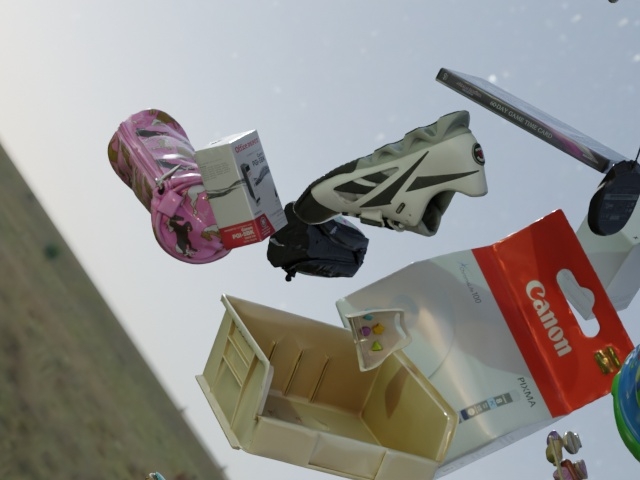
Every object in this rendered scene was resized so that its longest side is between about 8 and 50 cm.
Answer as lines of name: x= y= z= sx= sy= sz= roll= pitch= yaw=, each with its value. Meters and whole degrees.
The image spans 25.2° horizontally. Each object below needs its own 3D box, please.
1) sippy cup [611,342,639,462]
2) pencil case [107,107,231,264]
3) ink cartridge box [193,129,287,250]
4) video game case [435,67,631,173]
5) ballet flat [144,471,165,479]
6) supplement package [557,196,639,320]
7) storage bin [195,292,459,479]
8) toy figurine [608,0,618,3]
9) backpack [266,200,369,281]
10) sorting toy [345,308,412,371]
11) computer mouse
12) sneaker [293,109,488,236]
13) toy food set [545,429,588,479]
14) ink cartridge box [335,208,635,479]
sippy cup: x=0.473 y=0.147 z=1.677 sx=0.305 sy=0.240 sz=0.224 roll=34 pitch=-30 yaw=25
pencil case: x=-0.259 y=-0.100 z=2.484 sx=0.386 sy=0.160 sz=0.167 roll=-131 pitch=-143 yaw=-60
ink cartridge box: x=-0.102 y=-0.067 z=1.852 sx=0.099 sy=0.056 sz=0.135 roll=-39 pitch=113 yaw=-65
video game case: x=0.312 y=-0.167 z=2.039 sx=0.274 sy=0.026 sz=0.196 roll=33 pitch=14 yaw=20
ballet flat: x=-0.272 y=0.503 z=2.551 sx=0.206 sy=0.067 sz=0.073 roll=49 pitch=-2 yaw=45
supplement package: x=0.473 y=0.026 z=2.325 sx=0.105 sy=0.105 sz=0.179 roll=54 pitch=-42 yaw=31
storage bin: x=0.003 y=0.197 z=1.806 sx=0.262 sy=0.123 sz=0.260 roll=18 pitch=11 yaw=-22
toy figurine: x=0.498 y=-0.524 z=2.482 sx=0.213 sy=0.148 sz=0.209 roll=41 pitch=-51 yaw=53
backpack: x=0.000 y=0.000 z=2.667 sx=0.182 sy=0.152 sz=0.115 roll=14 pitch=23 yaw=-36
sorting toy: x=0.077 y=0.118 z=1.849 sx=0.045 sy=0.075 sz=0.083 roll=-90 pitch=166 yaw=-68
computer mouse: x=0.405 y=-0.115 z=1.876 sx=0.041 sy=0.071 sz=0.242 roll=46 pitch=-55 yaw=48
sneaker: x=0.099 y=-0.059 z=2.069 sx=0.330 sy=0.122 sz=0.146 roll=-24 pitch=-94 yaw=40
toy food set: x=0.286 y=0.261 z=1.671 sx=0.122 sy=0.019 sz=0.078 roll=21 pitch=52 yaw=-61
ink cartridge box: x=0.254 y=0.151 z=2.178 sx=0.308 sy=0.385 sz=0.091 roll=66 pitch=10 yaw=23
